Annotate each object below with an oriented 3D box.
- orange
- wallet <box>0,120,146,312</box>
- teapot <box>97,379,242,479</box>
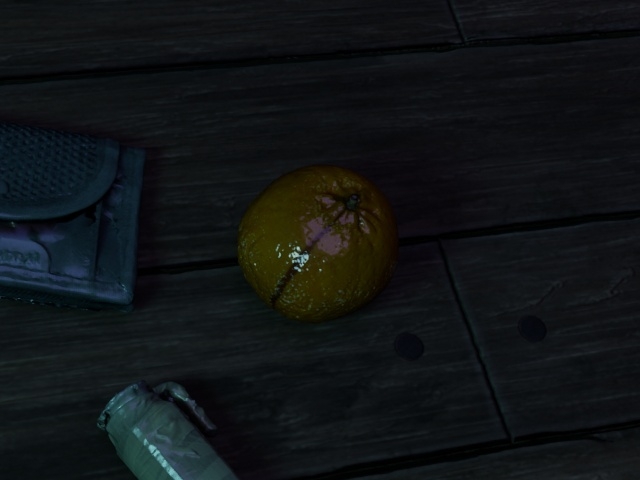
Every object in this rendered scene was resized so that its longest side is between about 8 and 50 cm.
[{"bbox_3d":[0.000,0.000,1.950,0.193,0.161,0.193,6,56,-9],"label":"orange"},{"bbox_3d":[-0.370,-0.045,1.914,0.342,0.075,0.237,9,53,-12],"label":"wallet"},{"bbox_3d":[-0.139,0.234,1.806,0.107,0.077,0.200,-32,73,-37],"label":"teapot"}]
